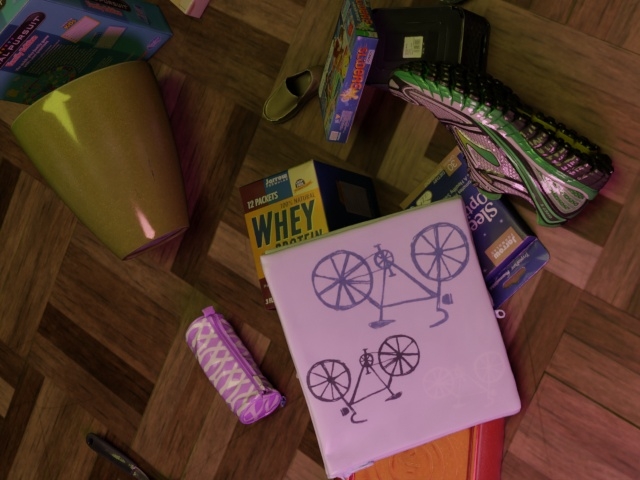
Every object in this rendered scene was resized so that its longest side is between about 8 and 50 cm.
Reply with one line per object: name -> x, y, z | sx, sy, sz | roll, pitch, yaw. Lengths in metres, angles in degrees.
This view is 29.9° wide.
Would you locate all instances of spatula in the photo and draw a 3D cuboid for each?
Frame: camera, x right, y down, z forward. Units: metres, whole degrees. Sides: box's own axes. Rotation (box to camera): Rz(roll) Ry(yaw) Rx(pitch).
spatula -> -0.331, 0.433, 2.183 | 0.296, 0.030, 0.084 | 30, 107, 33

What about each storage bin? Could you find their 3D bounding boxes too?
storage bin -> 0.159, -0.291, 1.843 | 0.180, 0.084, 0.122 | 6, 90, 37

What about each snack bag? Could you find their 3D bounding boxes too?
snack bag -> 0.110, 0.135, 1.715 | 0.037, 0.323, 0.342 | 157, 96, -75

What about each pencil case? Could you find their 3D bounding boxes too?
pencil case -> -0.149, 0.215, 2.030 | 0.206, 0.086, 0.088 | 49, 148, 26

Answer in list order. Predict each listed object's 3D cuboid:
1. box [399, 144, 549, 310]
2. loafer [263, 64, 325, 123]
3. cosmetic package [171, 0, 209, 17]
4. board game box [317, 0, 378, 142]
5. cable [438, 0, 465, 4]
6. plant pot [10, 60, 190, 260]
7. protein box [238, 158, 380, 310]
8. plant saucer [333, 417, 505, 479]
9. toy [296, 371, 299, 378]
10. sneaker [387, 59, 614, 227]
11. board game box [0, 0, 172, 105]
box -> 0.230, -0.017, 1.803 | 0.136, 0.036, 0.225 | -47, 64, 24
loafer -> -0.048, -0.250, 2.010 | 0.148, 0.050, 0.056 | -38, 66, 28
cosmetic package -> -0.219, -0.466, 2.154 | 0.060, 0.041, 0.115 | 43, 111, 30
board game box -> 0.040, -0.272, 1.870 | 0.136, 0.035, 0.201 | -98, 19, -45
cable -> 0.290, -0.453, 1.794 | 0.139, 0.072, 0.287 | 44, 125, 11
plant pot -> -0.358, -0.123, 2.120 | 0.275, 0.275, 0.293 | -29, 86, 31
protein box -> 0.000, 0.000, 1.856 | 0.136, 0.201, 0.199 | -19, 76, 26
plant saucer -> 0.138, 0.331, 1.795 | 0.259, 0.048, 0.258 | 5, 90, 20
toy -> 0.052, 0.199, 1.905 | 0.237, 0.056, 0.136 | 22, 99, 35
sneaker -> 0.234, -0.139, 1.703 | 0.344, 0.134, 0.146 | 36, 117, 10
board game box -> -0.472, -0.350, 2.148 | 0.254, 0.336, 0.079 | -40, 65, 27
